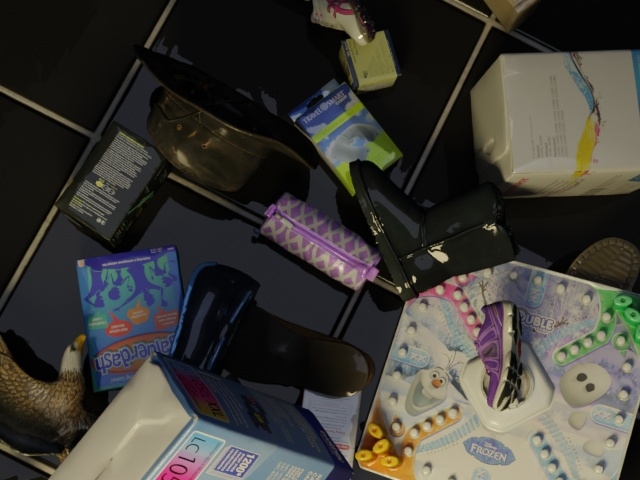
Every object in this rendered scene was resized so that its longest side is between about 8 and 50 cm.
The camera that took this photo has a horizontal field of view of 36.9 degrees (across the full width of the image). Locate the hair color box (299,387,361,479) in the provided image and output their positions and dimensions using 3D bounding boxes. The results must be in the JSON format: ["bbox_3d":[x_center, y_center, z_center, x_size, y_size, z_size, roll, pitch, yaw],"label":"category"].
[{"bbox_3d":[0.007,0.312,1.508,0.093,0.053,0.167,9,79,-4],"label":"hair color box"}]

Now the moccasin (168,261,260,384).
[{"bbox_3d":[-0.172,0.206,1.417,0.116,0.138,0.342,14,95,-1],"label":"moccasin"}]

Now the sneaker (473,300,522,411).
[{"bbox_3d":[0.265,0.175,1.451,0.071,0.068,0.170,-6,64,29],"label":"sneaker"}]

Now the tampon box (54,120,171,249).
[{"bbox_3d":[-0.322,-0.085,1.506,0.101,0.120,0.161,33,79,-1],"label":"tampon box"}]

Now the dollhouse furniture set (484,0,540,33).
[{"bbox_3d":[0.381,-0.533,1.560,0.303,0.286,0.198,-37,86,2],"label":"dollhouse furniture set"}]

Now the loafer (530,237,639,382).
[{"bbox_3d":[0.422,0.114,1.554,0.102,0.092,0.269,35,84,19],"label":"loafer"}]

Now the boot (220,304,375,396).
[{"bbox_3d":[-0.059,0.170,1.510,0.305,0.115,0.112,18,94,16],"label":"boot"}]

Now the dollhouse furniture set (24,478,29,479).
[{"bbox_3d":[-0.357,0.488,1.454,0.355,0.174,0.303,-12,67,-36],"label":"dollhouse furniture set"}]

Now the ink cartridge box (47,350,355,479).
[{"bbox_3d":[-0.143,0.343,1.338,0.270,0.395,0.151,-50,47,9],"label":"ink cartridge box"}]

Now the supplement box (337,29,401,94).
[{"bbox_3d":[0.081,-0.298,1.610,0.083,0.056,0.083,-15,82,-8],"label":"supplement box"}]

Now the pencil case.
[{"bbox_3d":[0.000,0.000,1.540,0.206,0.088,0.086,30,82,-1],"label":"pencil case"}]

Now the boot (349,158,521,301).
[{"bbox_3d":[0.179,-0.048,1.500,0.207,0.094,0.247,-25,83,9],"label":"boot"}]

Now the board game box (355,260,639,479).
[{"bbox_3d":[0.287,0.221,1.482,0.389,0.050,0.390,16,79,19],"label":"board game box"}]

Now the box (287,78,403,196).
[{"bbox_3d":[0.041,-0.176,1.594,0.109,0.042,0.178,-38,87,-9],"label":"box"}]

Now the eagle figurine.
[{"bbox_3d":[-0.405,0.230,1.385,0.298,0.225,0.226,13,123,-5],"label":"eagle figurine"}]

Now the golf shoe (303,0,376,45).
[{"bbox_3d":[0.030,-0.375,1.592,0.086,0.067,0.186,-38,52,13],"label":"golf shoe"}]

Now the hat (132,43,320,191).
[{"bbox_3d":[-0.168,-0.163,1.473,0.331,0.331,0.134,33,101,0],"label":"hat"}]

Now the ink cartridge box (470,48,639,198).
[{"bbox_3d":[0.401,-0.183,1.550,0.269,0.198,0.197,-3,82,-6],"label":"ink cartridge box"}]

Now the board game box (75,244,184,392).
[{"bbox_3d":[-0.290,0.123,1.512,0.160,0.047,0.210,-9,83,-7],"label":"board game box"}]
